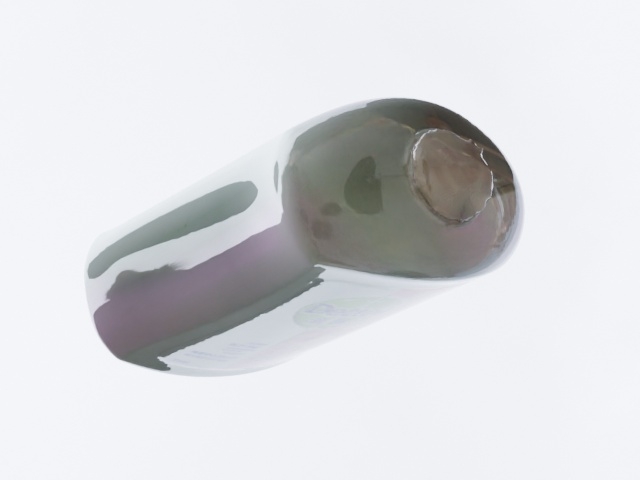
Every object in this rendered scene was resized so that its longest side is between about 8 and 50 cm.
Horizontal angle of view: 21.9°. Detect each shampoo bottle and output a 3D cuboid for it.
[{"bbox_3d":[0.000,0.000,0.383,0.072,0.099,0.043,0,-107,-41],"label":"shampoo bottle"}]
